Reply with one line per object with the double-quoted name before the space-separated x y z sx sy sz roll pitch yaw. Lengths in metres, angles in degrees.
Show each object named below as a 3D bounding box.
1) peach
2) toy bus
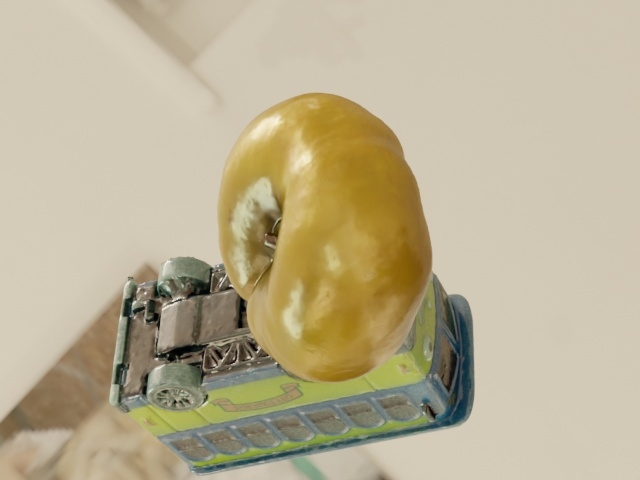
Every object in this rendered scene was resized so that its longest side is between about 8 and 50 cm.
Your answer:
"peach" 0.000 0.000 0.927 0.179 0.103 0.179 175 90 -68
"toy bus" -0.027 0.104 1.434 0.312 0.152 0.190 -14 141 22
